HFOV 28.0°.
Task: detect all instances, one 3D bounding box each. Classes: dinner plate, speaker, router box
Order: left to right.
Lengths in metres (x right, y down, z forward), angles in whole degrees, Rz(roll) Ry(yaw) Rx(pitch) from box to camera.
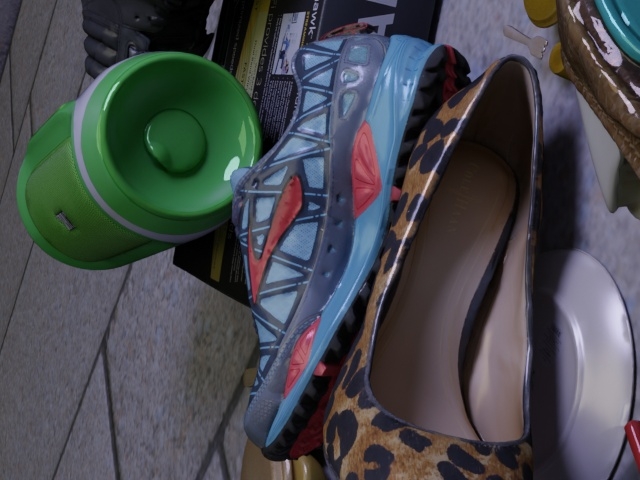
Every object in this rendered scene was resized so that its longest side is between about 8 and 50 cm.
[{"bbox_3d":[-0.141,-0.049,0.931,0.296,0.131,0.131,164,114,-67],"label":"speaker"},{"bbox_3d":[-0.014,-0.108,0.925,0.243,0.081,0.309,-158,79,-68],"label":"router box"},{"bbox_3d":[0.108,0.072,0.641,0.141,0.017,0.141,-169,90,-67],"label":"dinner plate"}]

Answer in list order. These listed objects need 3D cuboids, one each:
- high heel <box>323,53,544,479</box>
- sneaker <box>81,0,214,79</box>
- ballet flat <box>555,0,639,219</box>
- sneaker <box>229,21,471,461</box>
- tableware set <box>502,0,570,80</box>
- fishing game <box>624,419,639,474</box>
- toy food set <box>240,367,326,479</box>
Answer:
[{"bbox_3d":[0.068,0.024,0.588,0.261,0.093,0.186,-92,18,-68],"label":"high heel"},{"bbox_3d":[-0.098,-0.176,0.941,0.295,0.104,0.147,15,114,58],"label":"sneaker"},{"bbox_3d":[0.158,-0.025,0.469,0.124,0.116,0.342,94,164,-44],"label":"ballet flat"},{"bbox_3d":[0.000,0.000,0.769,0.125,0.104,0.262,22,95,30],"label":"sneaker"},{"bbox_3d":[0.146,-0.153,0.636,0.104,0.024,0.154,53,128,57],"label":"tableware set"},{"bbox_3d":[0.111,0.206,0.550,0.264,0.041,0.189,111,157,-45],"label":"fishing game"},{"bbox_3d":[-0.027,0.184,0.906,0.132,0.038,0.192,164,109,-74],"label":"toy food set"}]
